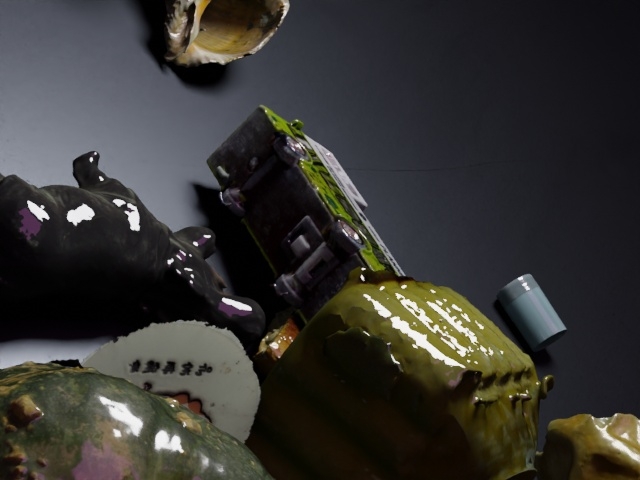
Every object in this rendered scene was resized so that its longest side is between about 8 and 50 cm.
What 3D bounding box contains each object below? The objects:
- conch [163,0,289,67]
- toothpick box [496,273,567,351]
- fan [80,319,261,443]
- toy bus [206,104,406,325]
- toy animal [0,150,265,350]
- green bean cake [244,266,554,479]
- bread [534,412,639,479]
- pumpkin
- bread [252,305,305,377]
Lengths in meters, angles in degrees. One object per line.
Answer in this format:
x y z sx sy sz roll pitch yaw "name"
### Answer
-0.119 -0.283 1.848 0.155 0.130 0.207 13 53 7 "conch"
0.259 0.089 1.926 0.052 0.052 0.083 -8 61 -52 "toothpick box"
-0.158 0.199 1.290 0.009 0.191 0.329 70 28 -48 "fan"
0.000 0.000 1.638 0.139 0.113 0.301 27 24 -49 "toy bus"
-0.199 0.006 1.464 0.343 0.106 0.168 18 40 -41 "toy animal"
0.069 0.197 1.411 0.202 0.285 0.310 39 15 24 "green bean cake"
0.344 0.326 1.629 0.239 0.196 0.252 18 38 -29 "bread"
-0.176 0.227 1.070 0.328 0.291 0.257 42 17 -23 "pumpkin"
-0.005 0.136 1.572 0.136 0.054 0.154 46 20 -7 "bread"
